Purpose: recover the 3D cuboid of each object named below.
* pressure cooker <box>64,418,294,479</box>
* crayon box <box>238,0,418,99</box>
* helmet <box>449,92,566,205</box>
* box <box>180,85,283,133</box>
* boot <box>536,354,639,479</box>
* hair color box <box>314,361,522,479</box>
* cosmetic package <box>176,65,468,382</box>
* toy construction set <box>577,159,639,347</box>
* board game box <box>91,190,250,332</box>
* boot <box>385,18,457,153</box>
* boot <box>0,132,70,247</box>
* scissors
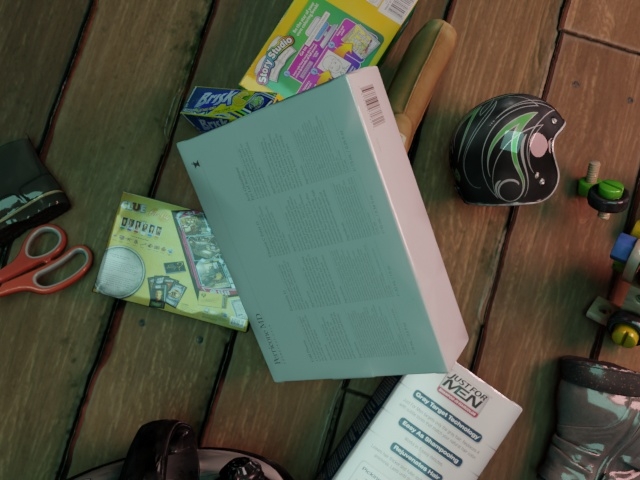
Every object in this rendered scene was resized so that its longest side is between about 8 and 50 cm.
[{"bbox_3d":[-0.185,0.437,0.710,0.370,0.376,0.420,2,98,40],"label":"pressure cooker"},{"bbox_3d":[0.013,-0.303,0.943,0.165,0.081,0.278,32,85,1],"label":"crayon box"},{"bbox_3d":[0.282,-0.140,0.900,0.170,0.169,0.161,-6,102,-3],"label":"helmet"},{"bbox_3d":[-0.127,-0.191,0.896,0.169,0.059,0.054,13,70,32],"label":"box"},{"bbox_3d":[0.513,0.315,0.903,0.339,0.118,0.222,10,87,10],"label":"boot"},{"bbox_3d":[0.120,0.334,0.877,0.174,0.105,0.347,36,85,1],"label":"hair color box"},{"bbox_3d":[0.000,0.000,0.790,0.285,0.097,0.377,-13,104,33],"label":"cosmetic package"},{"bbox_3d":[0.547,0.050,0.886,0.309,0.257,0.237,6,129,14],"label":"toy construction set"},{"bbox_3d":[-0.209,0.033,0.924,0.244,0.042,0.164,16,85,-1],"label":"board game box"},{"bbox_3d":[0.108,-0.170,0.911,0.089,0.236,0.269,30,61,-10],"label":"boot"},{"bbox_3d":[-0.509,-0.067,0.914,0.198,0.077,0.137,-28,82,-17],"label":"boot"},{"bbox_3d":[-0.480,0.078,0.863,0.109,0.021,0.297,47,59,6],"label":"scissors"}]
